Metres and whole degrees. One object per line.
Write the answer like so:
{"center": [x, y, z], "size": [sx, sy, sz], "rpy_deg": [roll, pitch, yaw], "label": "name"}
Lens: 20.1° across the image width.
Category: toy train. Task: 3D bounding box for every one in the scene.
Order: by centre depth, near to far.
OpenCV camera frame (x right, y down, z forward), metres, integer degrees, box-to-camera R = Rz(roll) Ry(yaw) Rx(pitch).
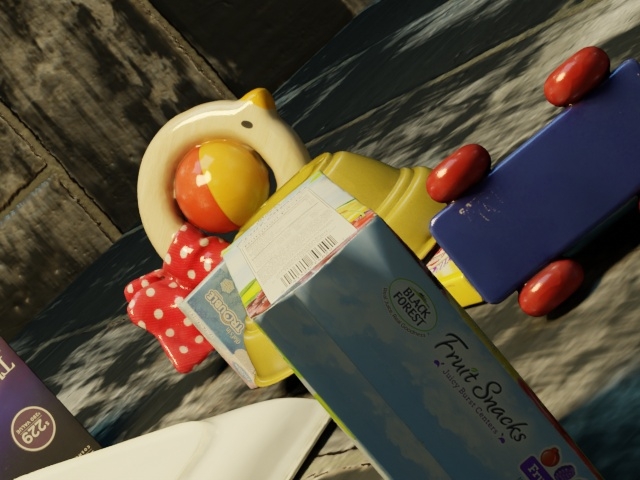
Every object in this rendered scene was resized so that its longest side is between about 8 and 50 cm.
{"center": [0.182, -0.065, 1.064], "size": [0.248, 0.105, 0.143], "rpy_deg": [-39, -4, 9], "label": "toy train"}

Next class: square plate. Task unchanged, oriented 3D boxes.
{"center": [-0.191, 0.231, 1.153], "size": [0.347, 0.049, 0.344], "rpy_deg": [-22, 19, 38], "label": "square plate"}

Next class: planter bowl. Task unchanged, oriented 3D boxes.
{"center": [0.000, 0.000, 1.318], "size": [0.217, 0.090, 0.217], "rpy_deg": [-43, 9, 8], "label": "planter bowl"}

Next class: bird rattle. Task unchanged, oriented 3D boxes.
{"center": [-0.074, -0.017, 1.564], "size": [0.254, 0.207, 0.143], "rpy_deg": [-25, -2, 29], "label": "bird rattle"}

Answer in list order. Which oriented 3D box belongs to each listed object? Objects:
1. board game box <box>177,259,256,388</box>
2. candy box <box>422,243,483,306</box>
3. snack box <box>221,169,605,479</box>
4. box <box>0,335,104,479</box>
{"center": [-0.053, 0.055, 1.429], "size": [0.090, 0.090, 0.020], "rpy_deg": [-47, 11, -28], "label": "board game box"}
{"center": [0.087, 0.014, 1.254], "size": [0.105, 0.027, 0.206], "rpy_deg": [-49, 11, -24], "label": "candy box"}
{"center": [0.040, 0.061, 0.776], "size": [0.070, 0.174, 0.207], "rpy_deg": [-40, 10, -2], "label": "snack box"}
{"center": [-0.345, 0.213, 1.586], "size": [0.261, 0.184, 0.103], "rpy_deg": [-44, 12, -15], "label": "box"}
